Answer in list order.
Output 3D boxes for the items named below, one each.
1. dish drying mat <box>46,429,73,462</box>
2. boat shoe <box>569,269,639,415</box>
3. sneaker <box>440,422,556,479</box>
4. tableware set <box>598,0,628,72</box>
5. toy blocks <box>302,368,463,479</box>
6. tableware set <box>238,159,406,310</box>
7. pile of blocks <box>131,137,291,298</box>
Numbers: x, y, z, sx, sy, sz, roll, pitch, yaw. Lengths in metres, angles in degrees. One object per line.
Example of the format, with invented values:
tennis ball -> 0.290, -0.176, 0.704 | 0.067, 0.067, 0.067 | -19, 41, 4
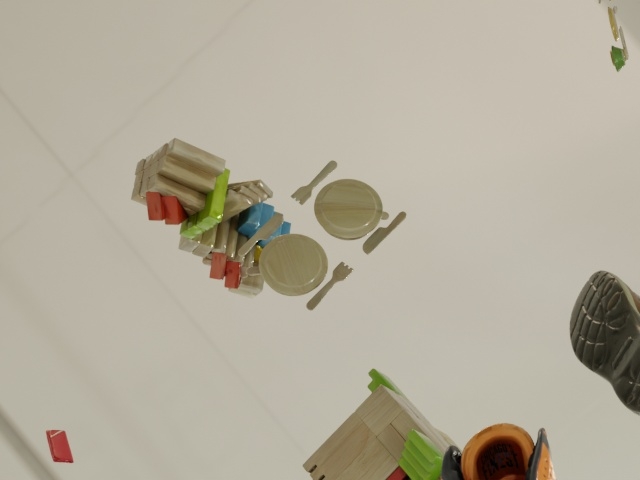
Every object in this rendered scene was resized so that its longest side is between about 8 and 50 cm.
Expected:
dish drying mat -> -0.395, 0.311, 2.075 | 0.083, 0.032, 0.008 | -127, -130, -59
boat shoe -> 0.437, 0.155, 1.855 | 0.123, 0.119, 0.324 | -59, -159, 19
sneaker -> 0.187, 0.236, 1.205 | 0.124, 0.180, 0.321 | -15, -175, 10
tableware set -> 0.388, -0.308, 1.859 | 0.024, 0.154, 0.104 | -12, -166, 19
toy blocks -> 0.089, 0.373, 1.664 | 0.261, 0.381, 0.190 | -47, 146, 5
tableware set -> 0.000, 0.000, 1.723 | 0.194, 0.128, 0.039 | -45, 161, -24
pile of blocks -> -0.131, -0.007, 1.963 | 0.148, 0.362, 0.113 | -8, -121, 30
